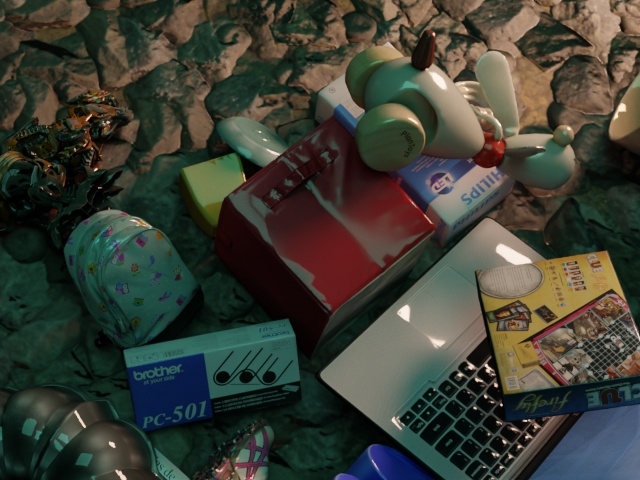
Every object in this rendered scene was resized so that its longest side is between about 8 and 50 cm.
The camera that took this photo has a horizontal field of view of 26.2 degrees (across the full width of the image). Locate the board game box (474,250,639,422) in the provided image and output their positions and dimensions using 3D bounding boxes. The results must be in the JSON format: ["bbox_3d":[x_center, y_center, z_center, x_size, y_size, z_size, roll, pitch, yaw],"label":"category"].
[{"bbox_3d":[0.274,0.105,1.573,0.165,0.042,0.243,-9,32,4],"label":"board game box"}]

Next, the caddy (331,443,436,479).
[{"bbox_3d":[0.098,0.391,1.522,0.341,0.241,0.179,37,111,13],"label":"caddy"}]

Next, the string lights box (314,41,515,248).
[{"bbox_3d":[0.127,-0.131,1.853,0.133,0.077,0.260,-37,73,-19],"label":"string lights box"}]

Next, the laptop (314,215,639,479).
[{"bbox_3d":[0.285,0.118,1.606,0.408,0.236,0.382,38,50,15],"label":"laptop"}]

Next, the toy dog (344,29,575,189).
[{"bbox_3d":[0.185,-0.169,1.696,0.333,0.161,0.220,-3,51,-40],"label":"toy dog"}]

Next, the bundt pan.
[{"bbox_3d":[-0.338,0.313,1.540,0.330,0.124,0.331,-1,76,5],"label":"bundt pan"}]

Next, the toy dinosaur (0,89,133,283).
[{"bbox_3d":[-0.352,-0.057,1.767,0.218,0.164,0.322,32,84,26],"label":"toy dinosaur"}]

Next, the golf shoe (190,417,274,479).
[{"bbox_3d":[-0.094,0.278,1.621,0.086,0.067,0.186,52,28,-5],"label":"golf shoe"}]

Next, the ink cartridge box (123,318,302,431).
[{"bbox_3d":[-0.130,0.165,1.680,0.207,0.097,0.046,-11,28,-9],"label":"ink cartridge box"}]

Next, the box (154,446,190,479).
[{"bbox_3d":[-0.134,0.346,1.615,0.324,0.067,0.063,39,68,14],"label":"box"}]

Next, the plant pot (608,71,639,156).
[{"bbox_3d":[0.572,-0.153,1.833,0.274,0.256,0.256,37,66,-7],"label":"plant pot"}]

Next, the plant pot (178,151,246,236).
[{"bbox_3d":[-0.133,-0.054,1.797,0.081,0.081,0.083,-19,74,-13],"label":"plant pot"}]

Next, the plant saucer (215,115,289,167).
[{"bbox_3d":[-0.082,-0.132,1.822,0.119,0.119,0.021,39,110,13],"label":"plant saucer"}]

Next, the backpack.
[{"bbox_3d":[-0.227,0.044,1.679,0.115,0.182,0.152,13,53,44],"label":"backpack"}]

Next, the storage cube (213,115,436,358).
[{"bbox_3d":[0.000,0.000,1.711,0.183,0.215,0.193,-38,80,-20],"label":"storage cube"}]
